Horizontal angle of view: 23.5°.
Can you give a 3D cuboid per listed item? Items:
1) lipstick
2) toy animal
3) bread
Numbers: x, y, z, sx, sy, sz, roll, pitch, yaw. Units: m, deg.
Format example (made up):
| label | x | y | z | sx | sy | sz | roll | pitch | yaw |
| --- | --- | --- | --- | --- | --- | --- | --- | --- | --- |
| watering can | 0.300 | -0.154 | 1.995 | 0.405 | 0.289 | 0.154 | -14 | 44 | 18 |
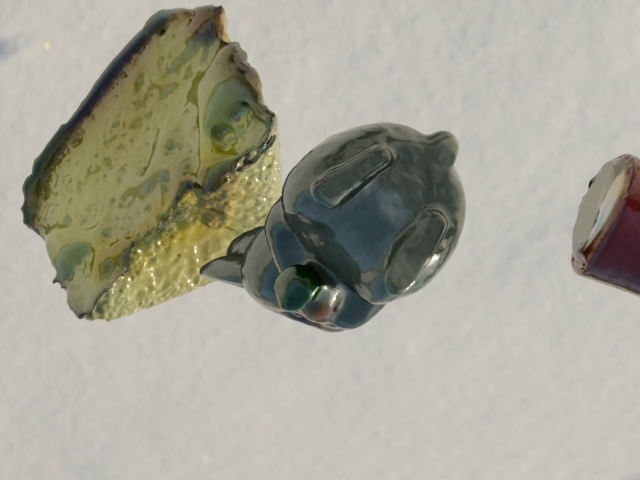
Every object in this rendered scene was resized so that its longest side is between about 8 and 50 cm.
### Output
| label | x | y | z | sx | sy | sz | roll | pitch | yaw |
| --- | --- | --- | --- | --- | --- | --- | --- | --- | --- |
| lipstick | 0.266 | 0.027 | 0.897 | 0.241 | 0.080 | 0.080 | 23 | 140 | -6 |
| toy animal | 0.008 | 0.006 | 0.995 | 0.108 | 0.138 | 0.236 | 47 | 157 | 0 |
| bread | -0.106 | -0.056 | 1.223 | 0.133 | 0.174 | 0.251 | 17 | 122 | -47 |
